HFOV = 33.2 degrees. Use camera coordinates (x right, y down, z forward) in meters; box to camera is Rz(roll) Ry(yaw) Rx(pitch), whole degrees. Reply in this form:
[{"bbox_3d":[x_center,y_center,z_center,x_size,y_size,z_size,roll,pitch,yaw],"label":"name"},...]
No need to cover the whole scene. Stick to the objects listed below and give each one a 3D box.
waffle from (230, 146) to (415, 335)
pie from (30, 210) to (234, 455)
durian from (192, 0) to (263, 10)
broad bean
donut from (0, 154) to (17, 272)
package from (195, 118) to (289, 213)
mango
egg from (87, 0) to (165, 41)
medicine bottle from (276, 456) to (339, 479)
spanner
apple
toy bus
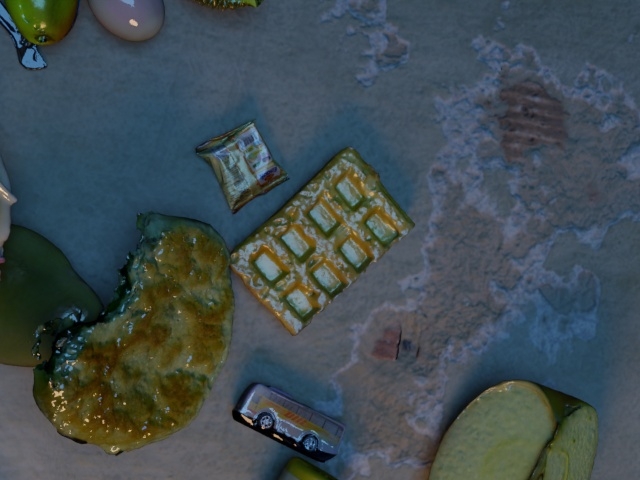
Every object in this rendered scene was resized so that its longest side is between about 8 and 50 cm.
[{"bbox_3d":[0.000,0.000,1.674,0.274,0.057,0.168,-43,97,-10],"label":"waffle"},{"bbox_3d":[-0.244,0.139,1.534,0.371,0.078,0.296,-53,131,-28],"label":"pie"},{"bbox_3d":[-0.182,-0.420,1.625,0.221,0.095,0.137,30,47,-9],"label":"durian"},{"bbox_3d":[-0.436,0.085,1.555,0.263,0.121,0.189,33,87,5],"label":"broad bean"},{"bbox_3d":[-0.612,-0.034,1.450,0.383,0.142,0.382,0,83,3],"label":"donut"},{"bbox_3d":[-0.120,-0.118,1.662,0.108,0.031,0.120,-32,101,-11],"label":"package"},{"bbox_3d":[-0.411,-0.400,1.553,0.111,0.125,0.232,-13,92,-6],"label":"mango"},{"bbox_3d":[-0.289,-0.357,1.591,0.103,0.103,0.135,-38,98,-11],"label":"egg"},{"bbox_3d":[-0.045,0.446,1.621,0.122,0.122,0.212,33,82,-10],"label":"medicine bottle"},{"bbox_3d":[-0.478,-0.337,1.586,0.046,0.012,0.208,-40,103,-7],"label":"spanner"},{"bbox_3d":[0.296,0.386,1.674,0.254,0.179,0.346,28,84,2],"label":"apple"},{"bbox_3d":[-0.048,0.279,1.659,0.172,0.057,0.072,28,75,-11],"label":"toy bus"}]
